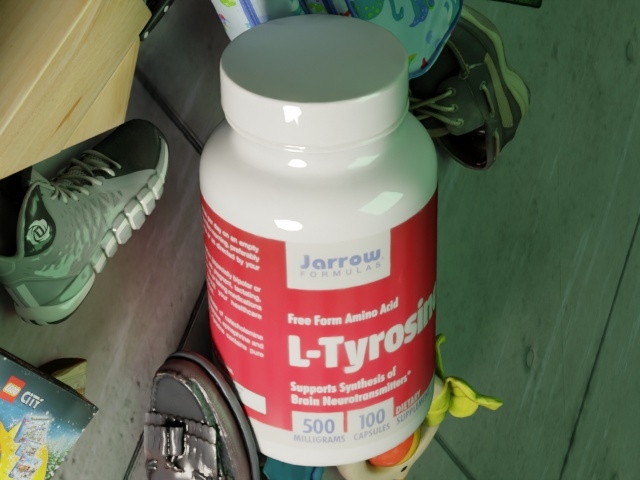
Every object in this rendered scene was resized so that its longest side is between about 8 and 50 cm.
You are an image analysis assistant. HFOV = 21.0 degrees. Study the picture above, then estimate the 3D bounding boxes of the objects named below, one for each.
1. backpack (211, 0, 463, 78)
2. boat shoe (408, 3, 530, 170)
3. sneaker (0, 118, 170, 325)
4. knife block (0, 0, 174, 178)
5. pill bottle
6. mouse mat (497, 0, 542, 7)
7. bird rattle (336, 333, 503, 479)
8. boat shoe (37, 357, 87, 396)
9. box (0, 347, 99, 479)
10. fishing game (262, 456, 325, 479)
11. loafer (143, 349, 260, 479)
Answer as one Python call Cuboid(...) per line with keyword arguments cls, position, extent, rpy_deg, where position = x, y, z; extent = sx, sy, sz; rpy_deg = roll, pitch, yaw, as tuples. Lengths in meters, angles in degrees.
Cuboid(cls="backpack", position=(-0.005, -0.305, 1.715), extent=(0.290, 0.273, 0.356), rpy_deg=(-62, 156, -43))
Cuboid(cls="boat shoe", position=(0.157, -0.185, 2.078), extent=(0.355, 0.132, 0.130), rpy_deg=(36, 65, -54))
Cuboid(cls="sneaker", position=(-0.221, -0.048, 1.526), extent=(0.132, 0.086, 0.229), rpy_deg=(57, 49, -42))
Cuboid(cls="knife block", position=(-0.215, -0.200, 1.430), extent=(0.275, 0.088, 0.242), rpy_deg=(-32, 142, -52))
Cuboid(cls="pill bottle", position=(0.000, 0.000, 1.675), extent=(0.229, 0.229, 0.408), rpy_deg=(-47, 144, -45))
Cuboid(cls="mouse mat", position=(0.266, -0.397, 2.340), extent=(0.189, 0.007, 0.153), rpy_deg=(-6, 100, -59))
Cuboid(cls="bird rattle", position=(0.096, 0.207, 2.041), extent=(0.253, 0.143, 0.207), rpy_deg=(4, 116, -62))
Cuboid(cls="boat shoe", position=(-0.251, 0.141, 1.537), extent=(0.135, 0.050, 0.045), rpy_deg=(-21, 107, -56))
Cuboid(cls="box", position=(-0.299, 0.159, 1.409), extent=(0.159, 0.044, 0.233), rpy_deg=(-56, 146, -5))
Cuboid(cls="fishing game", position=(-0.031, 0.208, 1.924), extent=(0.189, 0.041, 0.264), rpy_deg=(41, 55, -62))
Cuboid(cls="loafer", position=(-0.122, 0.258, 1.722), extent=(0.095, 0.109, 0.303), rpy_deg=(-39, 130, -44))
